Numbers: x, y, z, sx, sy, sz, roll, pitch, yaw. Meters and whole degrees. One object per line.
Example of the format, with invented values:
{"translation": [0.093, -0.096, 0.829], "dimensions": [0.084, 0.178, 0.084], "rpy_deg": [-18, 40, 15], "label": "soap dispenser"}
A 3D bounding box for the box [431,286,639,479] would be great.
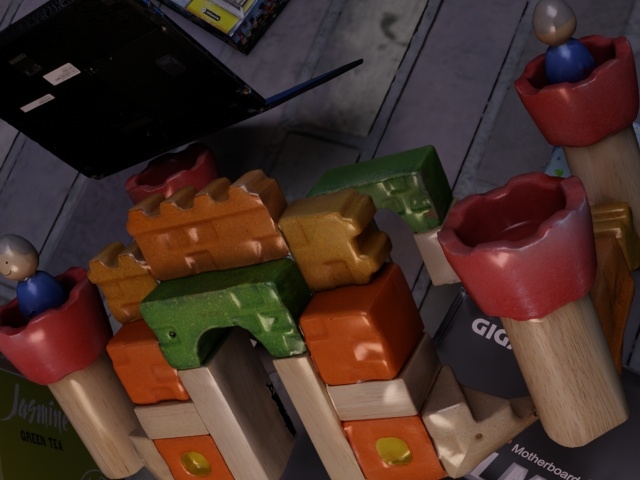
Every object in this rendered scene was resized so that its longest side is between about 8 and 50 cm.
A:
{"translation": [0.169, 0.227, 0.767], "dimensions": [0.296, 0.073, 0.293], "rpy_deg": [27, 77, 20], "label": "box"}

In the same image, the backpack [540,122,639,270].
{"translation": [0.238, -0.048, 0.861], "dimensions": [0.105, 0.084, 0.114], "rpy_deg": [17, 74, 21], "label": "backpack"}

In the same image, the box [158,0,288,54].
{"translation": [-0.122, -0.323, 1.111], "dimensions": [0.233, 0.044, 0.159], "rpy_deg": [36, 86, 27], "label": "box"}

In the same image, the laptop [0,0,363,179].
{"translation": [-0.138, -0.150, 0.880], "dimensions": [0.234, 0.264, 0.136], "rpy_deg": [-17, 49, 39], "label": "laptop"}

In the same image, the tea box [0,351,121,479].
{"translation": [-0.322, 0.254, 0.814], "dimensions": [0.220, 0.329, 0.323], "rpy_deg": [-23, 66, 11], "label": "tea box"}

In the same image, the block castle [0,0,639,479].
{"translation": [0.000, 0.000, 0.746], "dimensions": [0.453, 0.212, 0.303], "rpy_deg": [-11, 27, 30], "label": "block castle"}
